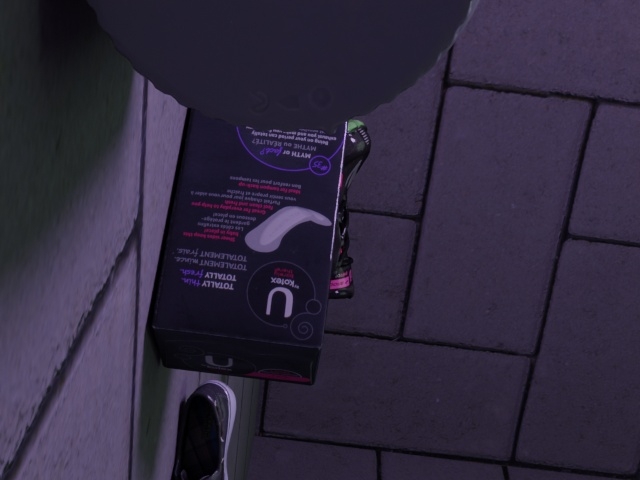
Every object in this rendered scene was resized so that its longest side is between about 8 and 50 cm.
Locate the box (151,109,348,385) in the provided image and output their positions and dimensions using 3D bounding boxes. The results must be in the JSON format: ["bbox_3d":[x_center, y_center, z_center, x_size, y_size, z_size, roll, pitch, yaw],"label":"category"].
[{"bbox_3d":[-0.067,-0.005,1.022,0.143,0.165,0.270,100,-2,-66],"label":"box"}]

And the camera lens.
[{"bbox_3d":[-0.014,-0.198,0.575,0.274,0.219,0.219,-84,-179,-66],"label":"camera lens"}]

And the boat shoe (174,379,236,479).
[{"bbox_3d":[-0.154,0.295,1.267,0.076,0.080,0.229,1,99,-73],"label":"boat shoe"}]

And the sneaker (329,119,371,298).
[{"bbox_3d":[0.000,0.000,1.739,0.185,0.202,0.483,-23,143,-46],"label":"sneaker"}]
